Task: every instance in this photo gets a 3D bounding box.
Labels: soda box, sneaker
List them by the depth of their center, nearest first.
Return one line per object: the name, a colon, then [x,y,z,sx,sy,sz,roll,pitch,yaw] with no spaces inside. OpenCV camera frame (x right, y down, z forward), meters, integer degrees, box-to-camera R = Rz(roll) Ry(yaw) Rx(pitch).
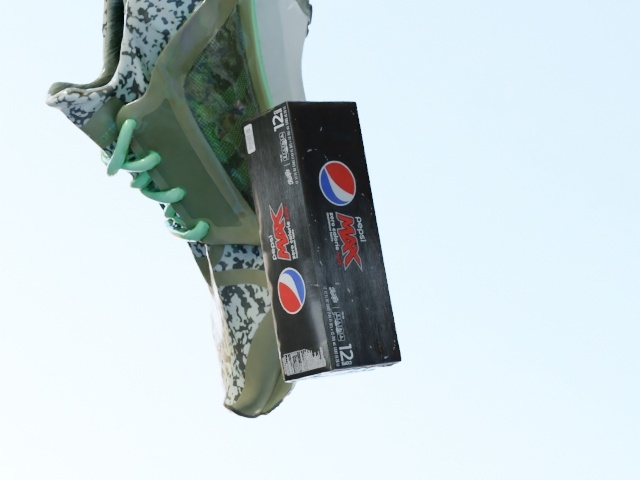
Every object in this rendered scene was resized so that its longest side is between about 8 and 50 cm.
soda box: [0.000,0.000,0.903,0.053,0.060,0.169,-18,-102,51]
sneaker: [-0.103,-0.074,1.011,0.158,0.182,0.410,-175,-101,-67]
